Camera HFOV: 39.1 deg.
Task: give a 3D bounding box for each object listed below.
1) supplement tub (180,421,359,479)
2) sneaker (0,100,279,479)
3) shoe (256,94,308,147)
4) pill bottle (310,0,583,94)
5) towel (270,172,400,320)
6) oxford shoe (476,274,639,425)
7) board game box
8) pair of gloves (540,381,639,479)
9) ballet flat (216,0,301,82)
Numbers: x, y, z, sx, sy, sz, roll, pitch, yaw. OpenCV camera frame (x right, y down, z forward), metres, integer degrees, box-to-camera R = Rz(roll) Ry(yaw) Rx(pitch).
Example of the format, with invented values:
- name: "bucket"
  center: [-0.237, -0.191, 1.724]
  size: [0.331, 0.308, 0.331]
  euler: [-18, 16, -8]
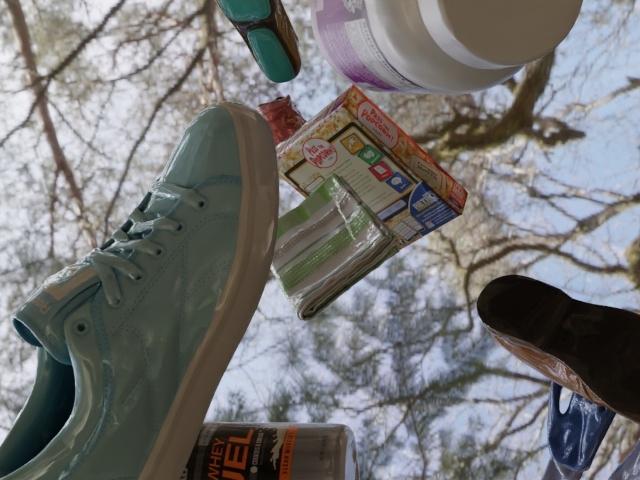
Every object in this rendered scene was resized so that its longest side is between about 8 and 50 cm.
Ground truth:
- name: "supplement tub"
  center: [-0.109, 0.359, 1.295]
  size: [0.315, 0.194, 0.194]
  euler: [-2, -135, 9]
- name: "sneaker"
  center: [-0.146, 0.046, 0.691]
  size: [0.135, 0.150, 0.366]
  euler: [5, -105, 49]
- name: "shoe"
  center: [-0.042, -0.172, 1.311]
  size: [0.063, 0.081, 0.178]
  euler: [-16, -171, 18]
- name: "pill bottle"
  center: [0.104, -0.216, 0.809]
  size: [0.169, 0.169, 0.301]
  euler: [-15, -167, -13]
- name: "towel"
  center: [0.000, 0.000, 0.840]
  size: [0.113, 0.023, 0.152]
  euler: [-38, -145, 2]
- name: "oxford shoe"
  center: [0.224, 0.097, 0.714]
  size: [0.076, 0.076, 0.212]
  euler: [-47, -132, -13]
- name: "board game box"
  center: [0.055, -0.073, 1.069]
  size: [0.193, 0.146, 0.045]
  euler: [41, -136, -18]
- name: "pair of gloves"
  center: [0.256, 0.180, 0.779]
  size: [0.023, 0.159, 0.198]
  euler: [22, -179, -25]
- name: "ballet flat"
  center: [-0.082, -0.301, 1.171]
  size: [0.080, 0.232, 0.073]
  euler: [-1, -121, 16]
